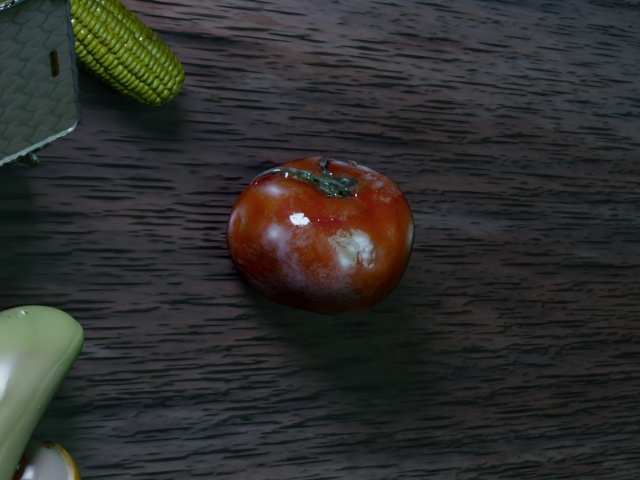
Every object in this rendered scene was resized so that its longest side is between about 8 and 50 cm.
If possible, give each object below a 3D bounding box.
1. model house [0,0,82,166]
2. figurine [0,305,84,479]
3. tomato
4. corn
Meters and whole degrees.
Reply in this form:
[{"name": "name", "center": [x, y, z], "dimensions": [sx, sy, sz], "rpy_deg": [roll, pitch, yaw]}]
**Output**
[{"name": "model house", "center": [-0.309, -0.172, 1.347], "dimensions": [0.169, 0.244, 0.326], "rpy_deg": [-25, 111, -26]}, {"name": "figurine", "center": [-0.293, 0.209, 1.470], "dimensions": [0.324, 0.124, 0.222], "rpy_deg": [-63, 142, -21]}, {"name": "tomato", "center": [0.000, 0.000, 1.689], "dimensions": [0.187, 0.187, 0.151], "rpy_deg": [-5, 119, -40]}, {"name": "corn", "center": [-0.218, -0.197, 1.542], "dimensions": [0.231, 0.080, 0.080], "rpy_deg": [39, 69, -37]}]
